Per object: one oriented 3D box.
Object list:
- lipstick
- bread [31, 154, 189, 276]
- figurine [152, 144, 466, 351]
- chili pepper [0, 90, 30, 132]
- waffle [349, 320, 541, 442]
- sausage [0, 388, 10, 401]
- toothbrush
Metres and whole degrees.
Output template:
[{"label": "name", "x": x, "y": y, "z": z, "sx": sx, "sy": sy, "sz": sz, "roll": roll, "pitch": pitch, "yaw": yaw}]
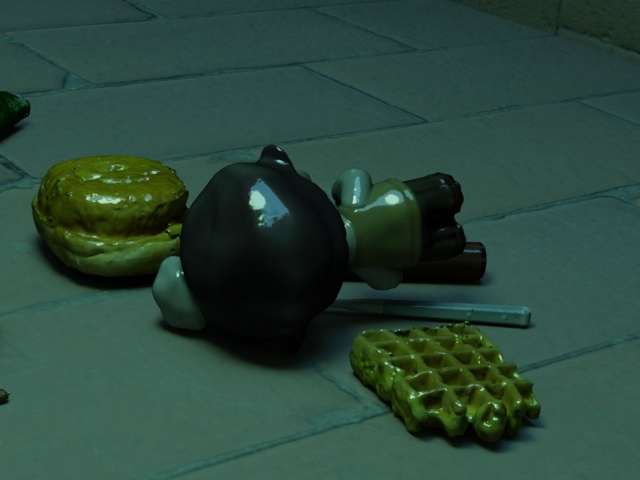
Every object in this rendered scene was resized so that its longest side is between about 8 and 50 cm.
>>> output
[{"label": "lipstick", "x": 0.046, "y": 0.022, "z": 1.937, "sx": 0.356, "sy": 0.057, "sz": 0.057, "roll": 2, "pitch": 22, "yaw": -9}, {"label": "bread", "x": -0.274, "y": -0.034, "z": 1.908, "sx": 0.198, "sy": 0.120, "sz": 0.236, "roll": -8, "pitch": 25, "yaw": -27}, {"label": "figurine", "x": -0.008, "y": -0.009, "z": 1.759, "sx": 0.365, "sy": 0.218, "sz": 0.206, "roll": -19, "pitch": 34, "yaw": -40}, {"label": "chili pepper", "x": -0.570, "y": -0.194, "z": 2.282, "sx": 0.136, "sy": 0.099, "sz": 0.270, "roll": 32, "pitch": 17, "yaw": 0}, {"label": "waffle", "x": 0.144, "y": 0.160, "z": 1.612, "sx": 0.160, "sy": 0.055, "sz": 0.211, "roll": -3, "pitch": 24, "yaw": -23}, {"label": "sausage", "x": -0.370, "y": 0.169, "z": 1.510, "sx": 0.100, "sy": 0.015, "sz": 0.015, "roll": -10, "pitch": 26, "yaw": -35}, {"label": "toothbrush", "x": 0.097, "y": 0.085, "z": 1.836, "sx": 0.342, "sy": 0.025, "sz": 0.030, "roll": 4, "pitch": 19, "yaw": -1}]
